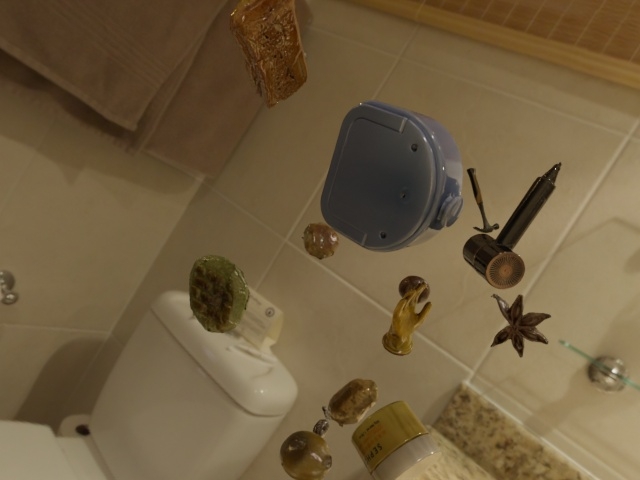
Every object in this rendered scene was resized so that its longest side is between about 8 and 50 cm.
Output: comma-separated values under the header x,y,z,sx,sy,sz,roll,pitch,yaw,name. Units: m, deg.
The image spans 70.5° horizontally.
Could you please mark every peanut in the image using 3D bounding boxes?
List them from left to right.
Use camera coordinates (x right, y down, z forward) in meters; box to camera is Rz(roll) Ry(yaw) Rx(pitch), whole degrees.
x,y,z,sx,sy,sz,roll,pitch,yaw,name
0.117,0.581,1.628,0.129,0.224,0.129,32,21,-14,peanut

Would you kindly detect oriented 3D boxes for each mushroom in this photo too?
x,y,z,sx,sy,sz,roll,pitch,yaw,name
0.379,0.197,1.826,0.127,0.127,0.087,32,24,-1,mushroom

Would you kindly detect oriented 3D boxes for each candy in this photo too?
x,y,z,sx,sy,sz,roll,pitch,yaw,name
-0.002,0.761,1.820,0.051,0.094,0.226,-10,16,29,candy

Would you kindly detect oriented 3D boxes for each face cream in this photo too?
x,y,z,sx,sy,sz,roll,pitch,yaw,name
0.229,0.630,1.385,0.218,0.218,0.179,28,19,-50,face cream

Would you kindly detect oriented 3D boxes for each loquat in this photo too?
x,y,z,sx,sy,sz,roll,pitch,yaw,name
-0.044,0.699,1.463,0.152,0.152,0.195,30,-26,-37,loquat

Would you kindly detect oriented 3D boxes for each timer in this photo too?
x,y,z,sx,sy,sz,roll,pitch,yaw,name
0.200,-0.148,1.181,0.395,0.395,0.173,34,26,34,timer

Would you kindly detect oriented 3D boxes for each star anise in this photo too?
x,y,z,sx,sy,sz,roll,pitch,yaw,name
0.618,0.263,1.398,0.172,0.208,0.063,4,15,31,star anise

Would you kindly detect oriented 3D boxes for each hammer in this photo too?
x,y,z,sx,sy,sz,roll,pitch,yaw,name
0.468,-0.117,1.342,0.021,0.078,0.201,169,-96,-76,hammer

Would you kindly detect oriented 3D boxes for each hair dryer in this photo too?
x,y,z,sx,sy,sz,roll,pitch,yaw,name
0.525,-0.054,1.207,0.107,0.352,0.189,28,13,-12,hair dryer

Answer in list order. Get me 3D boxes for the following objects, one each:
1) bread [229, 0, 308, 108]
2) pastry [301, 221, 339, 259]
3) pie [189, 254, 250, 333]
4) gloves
x,y,z,sx,sy,sz,roll,pitch,yaw,name
-0.089,-0.373,0.883,0.077,0.139,0.271,50,-4,13,bread
0.003,-0.001,1.762,0.153,0.081,0.153,15,50,-18,pastry
-0.388,0.201,1.694,0.306,0.306,0.071,33,18,24,pie
0.311,0.271,1.622,0.116,0.294,0.133,28,38,24,gloves
